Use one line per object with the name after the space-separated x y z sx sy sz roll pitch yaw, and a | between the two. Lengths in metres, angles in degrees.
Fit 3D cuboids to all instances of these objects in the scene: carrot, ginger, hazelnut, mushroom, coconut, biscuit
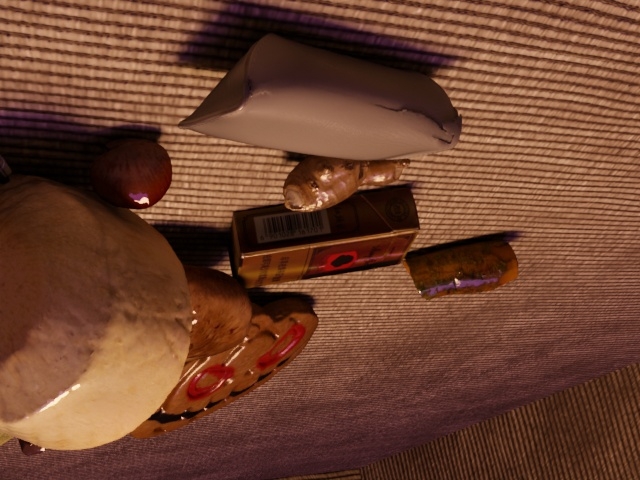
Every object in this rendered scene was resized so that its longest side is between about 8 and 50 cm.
0.219 0.046 1.992 0.173 0.082 0.082 -12 163 -2 | carrot
0.031 -0.081 1.487 0.165 0.067 0.096 -20 166 -21 | ginger
-0.198 -0.072 1.342 0.086 0.086 0.086 -11 163 -4 | hazelnut
-0.225 0.092 1.711 0.278 0.146 0.278 -1 162 0 | mushroom
-0.283 0.080 1.377 0.329 0.329 0.329 -11 163 -4 | coconut
-0.150 0.200 2.059 0.367 0.063 0.314 -22 158 -34 | biscuit

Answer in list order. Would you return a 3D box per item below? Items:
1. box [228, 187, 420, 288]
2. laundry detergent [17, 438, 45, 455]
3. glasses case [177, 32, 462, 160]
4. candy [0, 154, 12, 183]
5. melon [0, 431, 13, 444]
0.000 0.000 1.712 0.240 0.071 0.159 -8 161 -11 | box
-0.418 0.181 1.730 0.144 0.222 0.078 -5 162 -21 | laundry detergent
0.001 -0.134 1.266 0.128 0.083 0.308 -20 163 40 | glasses case
-0.421 -0.055 1.267 0.226 0.051 0.094 -13 160 2 | candy
-0.468 0.155 1.574 0.329 0.248 0.248 -22 163 -1 | melon
